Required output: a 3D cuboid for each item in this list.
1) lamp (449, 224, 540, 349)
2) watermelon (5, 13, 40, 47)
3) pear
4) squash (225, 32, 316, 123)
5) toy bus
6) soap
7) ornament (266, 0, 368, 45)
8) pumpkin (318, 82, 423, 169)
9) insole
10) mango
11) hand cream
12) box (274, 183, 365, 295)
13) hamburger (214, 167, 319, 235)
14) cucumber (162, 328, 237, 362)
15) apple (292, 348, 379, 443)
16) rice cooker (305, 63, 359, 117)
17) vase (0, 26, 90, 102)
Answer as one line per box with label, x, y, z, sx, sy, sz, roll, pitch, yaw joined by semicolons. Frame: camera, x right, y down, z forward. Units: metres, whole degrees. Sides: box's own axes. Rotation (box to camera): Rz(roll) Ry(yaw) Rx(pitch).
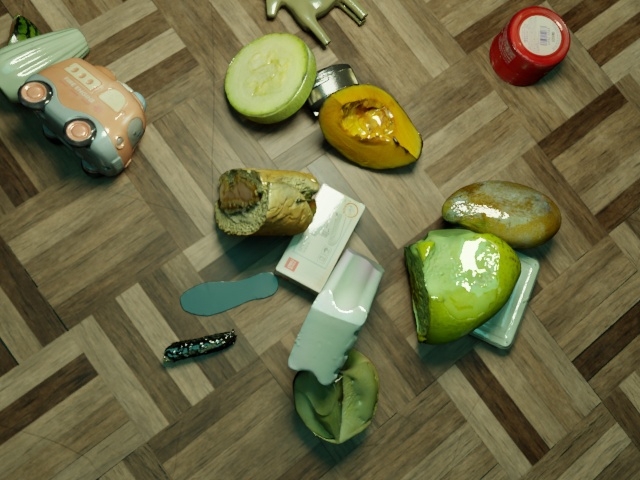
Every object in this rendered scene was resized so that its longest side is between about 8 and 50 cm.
lamp;0.430;0.123;1.281;0.267;0.047;0.269;24;79;1
watermelon;-0.783;-0.520;1.227;0.087;0.069;0.163;7;79;-6
pear;0.364;0.102;1.171;0.282;0.176;0.286;-6;82;-7
squash;-0.136;-0.433;1.250;0.252;0.049;0.252;-5;76;20
toy bus;-0.562;-0.313;1.172;0.288;0.194;0.232;39;67;1
soap;0.055;0.150;1.116;0.115;0.347;0.208;27;116;6
ornament;-0.027;-0.661;1.341;0.230;0.061;0.245;-40;89;-9
pumpkin;0.118;-0.316;1.279;0.312;0.148;0.169;31;49;-27
insole;-0.233;0.138;1.223;0.253;0.005;0.086;-12;84;-8
mango;0.477;-0.071;1.263;0.317;0.146;0.192;6;51;0
hand cream;0.602;-0.558;1.368;0.193;0.125;0.193;1;82;-4
box;0.000;0.000;1.234;0.135;0.079;0.269;29;79;-1
hamburger;-0.111;-0.090;1.142;0.209;0.330;0.162;1;92;-29
cucumber;-0.295;0.261;1.175;0.182;0.053;0.053;-12;83;-9
apple;0.037;0.361;1.139;0.207;0.174;0.188;-6;109;-13
rice cooker;0.022;-0.409;1.282;0.165;0.112;0.106;-33;92;-4
vase;-0.707;-0.454;1.202;0.248;0.128;0.128;-43;88;-21
